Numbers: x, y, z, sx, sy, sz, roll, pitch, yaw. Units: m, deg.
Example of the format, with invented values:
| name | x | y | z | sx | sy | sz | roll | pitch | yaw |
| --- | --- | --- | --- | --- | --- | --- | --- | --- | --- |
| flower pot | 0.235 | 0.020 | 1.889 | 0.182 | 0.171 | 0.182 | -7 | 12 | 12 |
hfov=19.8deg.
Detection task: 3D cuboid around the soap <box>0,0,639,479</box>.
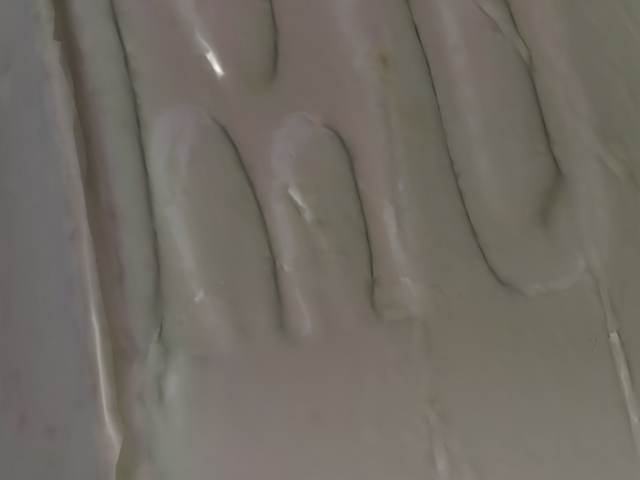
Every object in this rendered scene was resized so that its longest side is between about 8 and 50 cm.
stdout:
| name | x | y | z | sx | sy | sz | roll | pitch | yaw |
| --- | --- | --- | --- | --- | --- | --- | --- | --- | --- |
| soap | 0.000 | 0.000 | 0.856 | 0.213 | 0.435 | 0.350 | -32 | 62 | 44 |
